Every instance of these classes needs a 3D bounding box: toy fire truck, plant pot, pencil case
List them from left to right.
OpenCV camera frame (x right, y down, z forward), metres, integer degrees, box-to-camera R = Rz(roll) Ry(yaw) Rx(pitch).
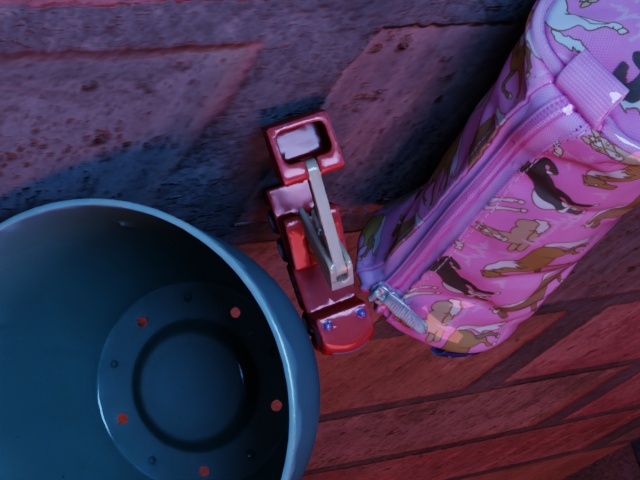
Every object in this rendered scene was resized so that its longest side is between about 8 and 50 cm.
[{"bbox_3d":[-0.130,0.119,1.030,0.293,0.293,0.235,-22,174,12],"label":"plant pot"},{"bbox_3d":[0.000,0.000,1.006,0.047,0.192,0.135,-19,-171,-10],"label":"toy fire truck"},{"bbox_3d":[0.155,-0.046,0.994,0.160,0.167,0.386,22,150,-8],"label":"pencil case"}]
